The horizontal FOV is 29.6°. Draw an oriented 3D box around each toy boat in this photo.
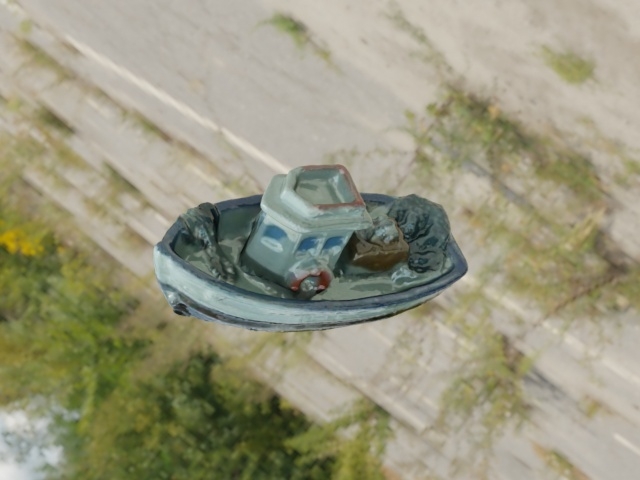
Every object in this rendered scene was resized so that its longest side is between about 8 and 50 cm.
[{"bbox_3d":[0.000,0.000,0.465,0.059,0.140,0.066,62,141,32],"label":"toy boat"}]
